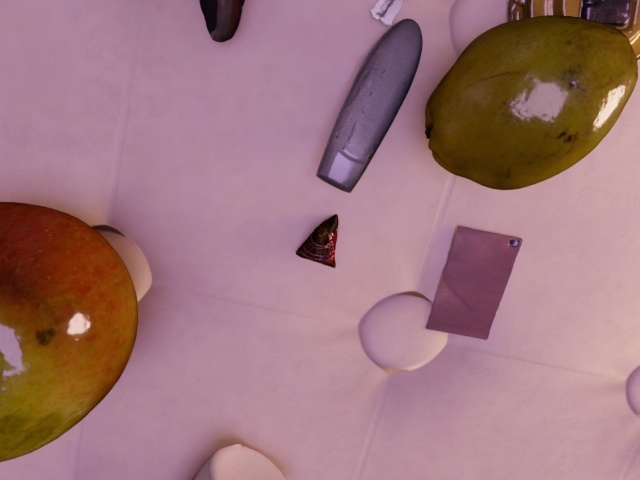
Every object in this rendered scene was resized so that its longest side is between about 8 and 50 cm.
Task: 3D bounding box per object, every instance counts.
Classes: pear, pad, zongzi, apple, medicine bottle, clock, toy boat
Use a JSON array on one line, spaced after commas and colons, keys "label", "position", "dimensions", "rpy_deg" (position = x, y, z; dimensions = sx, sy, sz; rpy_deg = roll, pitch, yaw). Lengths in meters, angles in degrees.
[{"label": "pear", "position": [0.268, -0.180, 0.661], "dimensions": [0.269, 0.212, 0.212], "rpy_deg": [-21, 106, 14]}, {"label": "pad", "position": [0.252, 0.073, 0.837], "dimensions": [0.113, 0.006, 0.187], "rpy_deg": [11, 107, -7]}, {"label": "zongzi", "position": [0.000, 0.000, 0.767], "dimensions": [0.067, 0.073, 0.083], "rpy_deg": [23, 103, 10]}, {"label": "apple", "position": [-0.419, 0.114, 0.657], "dimensions": [0.340, 0.339, 0.339], "rpy_deg": [-1, 106, -3]}, {"label": "medicine bottle", "position": [-0.187, 0.506, 0.849], "dimensions": [0.170, 0.170, 0.292], "rpy_deg": [32, 102, -11]}, {"label": "clock", "position": [0.385, -0.332, 0.704], "dimensions": [0.237, 0.057, 0.236], "rpy_deg": [-1, 105, -4]}, {"label": "toy boat", "position": [0.073, -0.195, 0.719], "dimensions": [0.078, 0.085, 0.260], "rpy_deg": [26, 92, -11]}]

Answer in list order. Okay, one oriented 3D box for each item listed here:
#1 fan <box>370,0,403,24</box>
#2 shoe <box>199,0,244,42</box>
[{"label": "fan", "position": [0.196, -0.474, 0.662], "dimensions": [0.233, 0.012, 0.414], "rpy_deg": [30, 102, -2]}, {"label": "shoe", "position": [-0.166, -0.396, 0.620], "dimensions": [0.137, 0.114, 0.290], "rpy_deg": [-6, 111, 4]}]
